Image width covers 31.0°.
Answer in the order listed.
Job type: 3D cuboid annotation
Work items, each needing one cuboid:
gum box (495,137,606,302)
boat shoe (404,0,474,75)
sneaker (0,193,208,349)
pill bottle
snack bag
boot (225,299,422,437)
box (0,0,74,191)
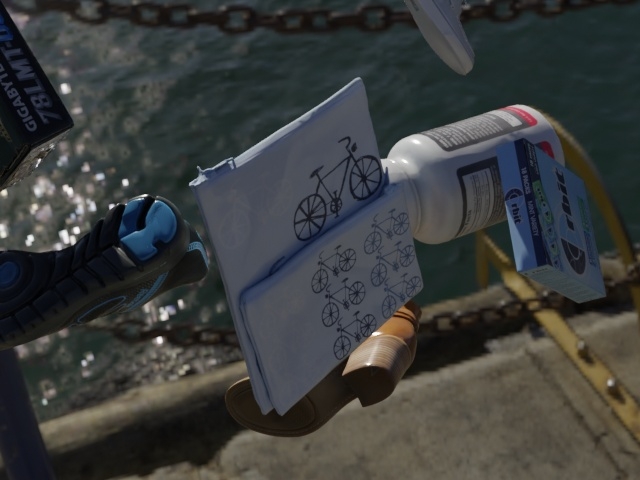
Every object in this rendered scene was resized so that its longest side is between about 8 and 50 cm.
[{"bbox_3d":[0.276,-0.020,1.371,0.041,0.184,0.157,-18,68,29],"label":"gum box"},{"bbox_3d":[0.137,-0.283,1.354,0.063,0.184,0.066,-36,9,-8],"label":"boat shoe"},{"bbox_3d":[-0.296,0.065,1.394,0.341,0.139,0.125,-19,62,12],"label":"sneaker"},{"bbox_3d":[0.213,-0.096,1.823,0.318,0.176,0.176,-18,38,-27],"label":"pill bottle"},{"bbox_3d":[0.000,0.000,1.453,0.037,0.342,0.323,12,37,42],"label":"snack bag"},{"bbox_3d":[0.012,0.174,1.698,0.283,0.109,0.220,-23,16,25],"label":"boot"},{"bbox_3d":[-0.447,-0.222,1.473,0.073,0.295,0.293,-33,6,-28],"label":"box"}]
